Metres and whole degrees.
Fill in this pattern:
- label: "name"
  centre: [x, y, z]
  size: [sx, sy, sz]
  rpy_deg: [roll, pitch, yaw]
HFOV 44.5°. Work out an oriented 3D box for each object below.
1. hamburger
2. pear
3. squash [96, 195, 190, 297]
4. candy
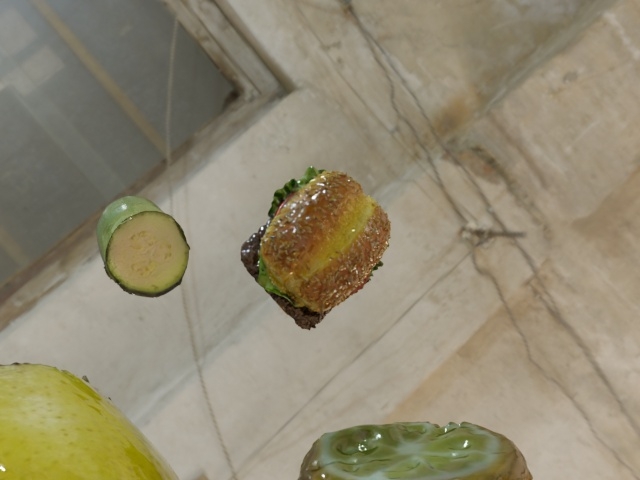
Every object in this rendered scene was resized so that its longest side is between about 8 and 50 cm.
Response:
- label: "hamburger"
  centre: [0.000, 0.000, 0.801]
  size: [0.137, 0.166, 0.087]
  rpy_deg: [47, -35, -3]
- label: "pear"
  centre: [-0.148, 0.192, 0.461]
  size: [0.178, 0.267, 0.267]
  rpy_deg: [-9, -52, 37]
- label: "squash"
  centre: [-0.216, -0.007, 0.902]
  size: [0.095, 0.095, 0.188]
  rpy_deg: [54, -10, -26]
- label: "candy"
  centre: [0.102, 0.274, 0.854]
  size: [0.260, 0.259, 0.118]
  rpy_deg: [-169, -111, -67]
